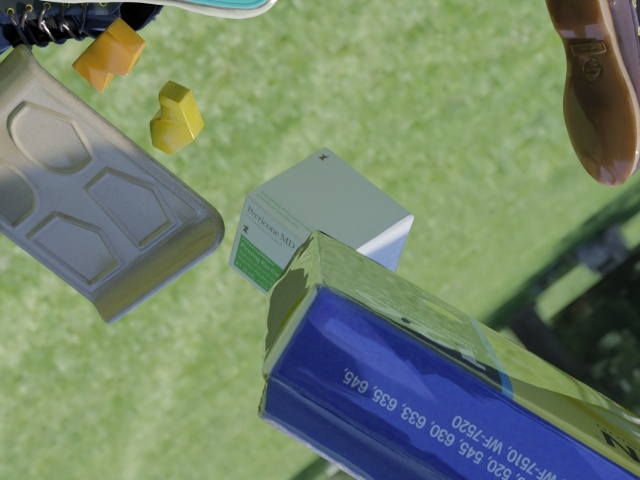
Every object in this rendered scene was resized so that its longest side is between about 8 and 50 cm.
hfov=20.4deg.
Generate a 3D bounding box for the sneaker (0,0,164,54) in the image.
[{"bbox_3d":[-0.229,-0.183,1.436,0.222,0.118,0.083,-43,157,-10],"label":"sneaker"}]

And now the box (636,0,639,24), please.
[{"bbox_3d":[0.440,-0.211,1.810,0.293,0.396,0.212,-23,159,3],"label":"box"}]

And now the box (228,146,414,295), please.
[{"bbox_3d":[0.000,0.000,1.431,0.102,0.101,0.087,-32,151,-39],"label":"box"}]

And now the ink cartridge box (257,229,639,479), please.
[{"bbox_3d":[0.111,0.109,0.936,0.072,0.303,0.307,-58,-175,4],"label":"ink cartridge box"}]

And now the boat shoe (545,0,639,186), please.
[{"bbox_3d":[0.236,-0.149,1.449,0.073,0.207,0.073,9,-148,40],"label":"boat shoe"}]

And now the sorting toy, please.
[{"bbox_3d":[-0.183,-0.063,1.471,0.307,0.229,0.041,-33,-162,48],"label":"sorting toy"}]

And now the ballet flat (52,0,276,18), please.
[{"bbox_3d":[-0.146,-0.202,1.205,0.086,0.248,0.086,-168,-90,-76],"label":"ballet flat"}]
